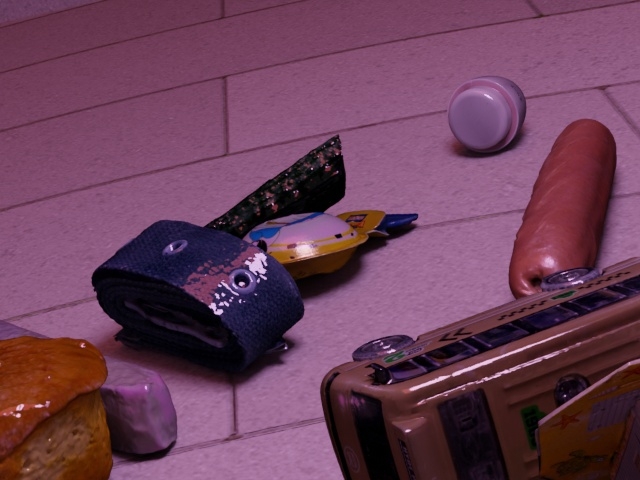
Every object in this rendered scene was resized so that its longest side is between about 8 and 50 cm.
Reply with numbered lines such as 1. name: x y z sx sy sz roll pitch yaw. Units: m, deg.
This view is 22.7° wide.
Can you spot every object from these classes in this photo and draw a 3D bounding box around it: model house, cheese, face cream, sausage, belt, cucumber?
1. model house: 0.262 0.167 1.050 0.219 0.207 0.136 -17 58 -11
2. cheese: 0.000 0.000 1.698 0.157 0.064 0.250 -1 11 43
3. face cream: 0.205 -0.156 1.936 0.091 0.091 0.095 -1 17 27
4. sausage: 0.254 -0.039 1.626 0.088 0.087 0.433 -6 22 17
5. belt: -0.113 0.044 1.561 0.218 0.122 0.128 15 46 43
6. cucumber: -0.050 -0.026 1.764 0.220 0.070 0.046 -33 37 8

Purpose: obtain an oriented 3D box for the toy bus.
1. toy bus: 0.157 0.117 1.184 0.290 0.139 0.157 -17 8 -15

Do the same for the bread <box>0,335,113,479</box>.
1. bread: -0.301 0.172 1.338 0.269 0.145 0.268 -11 17 3

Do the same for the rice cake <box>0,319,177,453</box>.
1. rice cake: -0.268 0.127 1.527 0.064 0.070 0.399 -25 25 -38
